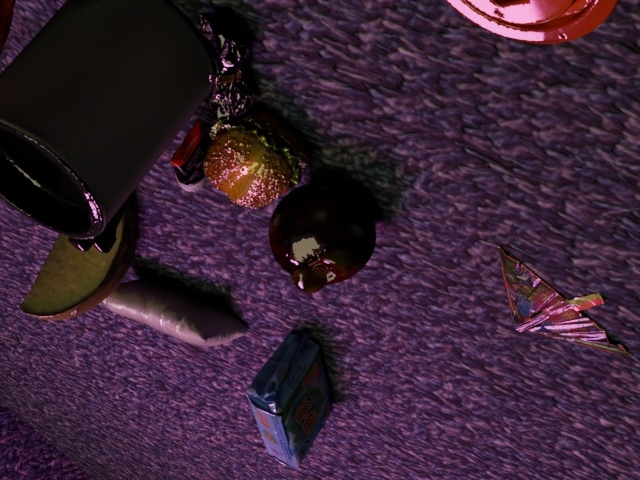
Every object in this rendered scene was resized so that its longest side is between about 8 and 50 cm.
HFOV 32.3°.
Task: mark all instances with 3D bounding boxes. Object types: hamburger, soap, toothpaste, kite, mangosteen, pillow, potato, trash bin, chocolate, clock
[{"bbox_3d":[-0.097,-0.103,1.482,0.137,0.087,0.166,39,152,-11],"label":"hamburger"},{"bbox_3d":[-0.051,0.285,1.970,0.077,0.156,0.293,22,150,23],"label":"soap"},{"bbox_3d":[-0.185,-0.112,1.541,0.045,0.071,0.193,32,166,2],"label":"toothpaste"},{"bbox_3d":[0.303,0.090,1.463,0.241,0.014,0.183,42,149,-14],"label":"kite"},{"bbox_3d":[0.000,0.000,1.484,0.152,0.152,0.152,24,150,15],"label":"mangosteen"},{"bbox_3d":[-0.270,0.133,2.001,0.254,0.078,0.144,20,-174,23],"label":"pillow"},{"bbox_3d":[-0.379,0.027,1.917,0.112,0.269,0.255,30,179,4],"label":"potato"},{"bbox_3d":[-0.292,-0.168,1.394,0.217,0.262,0.277,7,142,40],"label":"trash bin"},{"bbox_3d":[-0.116,-0.212,1.360,0.072,0.070,0.147,18,153,16],"label":"chocolate"},{"bbox_3d":[0.178,-0.261,1.003,0.205,0.051,0.205,24,151,14],"label":"clock"}]

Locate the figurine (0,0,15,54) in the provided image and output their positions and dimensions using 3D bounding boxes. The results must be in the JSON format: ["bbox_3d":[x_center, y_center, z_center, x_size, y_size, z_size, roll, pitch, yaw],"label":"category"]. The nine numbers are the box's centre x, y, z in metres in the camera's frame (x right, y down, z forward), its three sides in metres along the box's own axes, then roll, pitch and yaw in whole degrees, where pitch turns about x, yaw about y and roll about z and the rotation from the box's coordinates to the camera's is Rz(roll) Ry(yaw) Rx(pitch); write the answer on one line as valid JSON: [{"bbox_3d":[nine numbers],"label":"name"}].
[{"bbox_3d":[-0.506,-0.364,1.251,0.412,0.306,0.241,49,173,-14],"label":"figurine"}]
